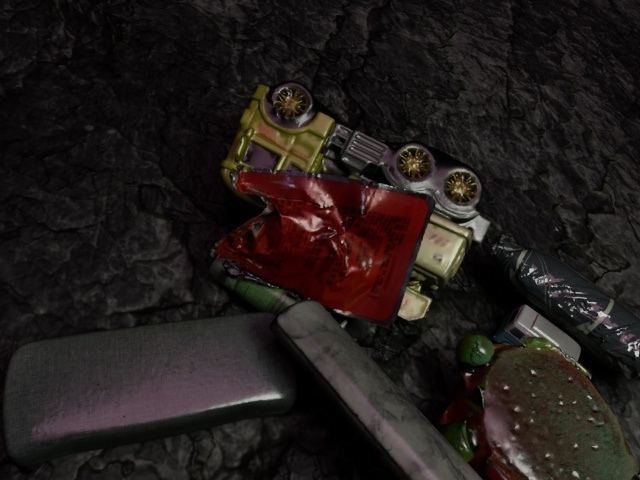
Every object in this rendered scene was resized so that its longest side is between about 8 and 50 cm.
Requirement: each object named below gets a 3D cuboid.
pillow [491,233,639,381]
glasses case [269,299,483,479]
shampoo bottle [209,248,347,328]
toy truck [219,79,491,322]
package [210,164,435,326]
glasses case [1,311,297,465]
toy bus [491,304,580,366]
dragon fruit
[{"bbox_3d":[0.409,0.109,0.796,0.335,0.161,0.093,42,96,18],"label":"pillow"},{"bbox_3d":[0.065,0.191,0.572,0.299,0.060,0.114,45,9,23],"label":"glasses case"},{"bbox_3d":[-0.059,0.083,0.714,0.204,0.065,0.065,36,52,8],"label":"shampoo bottle"},{"bbox_3d":[0.042,-0.057,0.774,0.404,0.181,0.254,27,74,0],"label":"toy truck"},{"bbox_3d":[0.000,0.000,0.656,0.269,0.194,0.071,18,22,-3],"label":"package"},{"bbox_3d":[-0.192,0.167,0.603,0.322,0.074,0.131,-4,56,-21],"label":"glasses case"},{"bbox_3d":[0.342,0.161,0.783,0.123,0.075,0.060,38,53,11],"label":"toy bus"},{"bbox_3d":[0.273,0.256,0.652,0.268,0.130,0.295,-23,65,-26],"label":"dragon fruit"}]
